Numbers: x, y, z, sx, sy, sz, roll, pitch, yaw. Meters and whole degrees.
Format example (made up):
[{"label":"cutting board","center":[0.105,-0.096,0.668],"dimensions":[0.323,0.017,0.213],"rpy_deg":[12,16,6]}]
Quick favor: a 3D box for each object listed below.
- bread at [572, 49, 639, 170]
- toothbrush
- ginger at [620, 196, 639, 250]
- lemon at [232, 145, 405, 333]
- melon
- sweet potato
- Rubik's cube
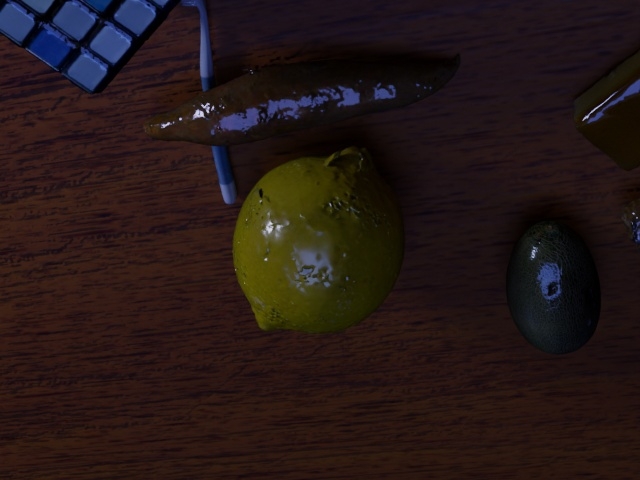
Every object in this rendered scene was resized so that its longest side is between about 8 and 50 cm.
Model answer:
[{"label":"bread","center":[0.341,-0.159,1.073],"dimensions":[0.088,0.049,0.226],"rpy_deg":[37,124,-22]},{"label":"toothbrush","center":[-0.111,-0.147,1.158],"dimensions":[0.025,0.019,0.276],"rpy_deg":[3,130,11]},{"label":"ginger","center":[0.388,-0.008,1.183],"dimensions":[0.162,0.073,0.103],"rpy_deg":[34,140,-28]},{"label":"lemon","center":[0.000,0.000,1.172],"dimensions":[0.173,0.173,0.206],"rpy_deg":[16,110,-6]},{"label":"melon","center":[0.243,0.049,1.228],"dimensions":[0.099,0.099,0.162],"rpy_deg":[-8,128,13]},{"label":"sweet potato","center":[-0.022,-0.140,1.116],"dimensions":[0.314,0.066,0.072],"rpy_deg":[-14,123,6]},{"label":"Rubik's cube","center":[-0.189,-0.269,0.958],"dimensions":[0.182,0.184,0.187],"rpy_deg":[35,124,-21]}]
